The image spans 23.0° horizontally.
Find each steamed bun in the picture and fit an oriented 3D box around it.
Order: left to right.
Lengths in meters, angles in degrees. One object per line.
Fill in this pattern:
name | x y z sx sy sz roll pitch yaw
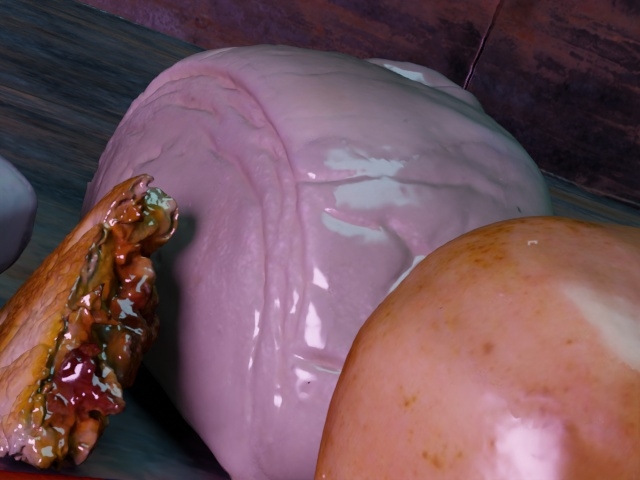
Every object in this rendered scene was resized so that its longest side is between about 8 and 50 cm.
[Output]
steamed bun | 0.003 -0.002 0.992 0.247 0.236 0.383 15 13 -29

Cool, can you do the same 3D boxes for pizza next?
pizza | -0.125 0.059 0.823 0.069 0.154 0.194 38 26 -23

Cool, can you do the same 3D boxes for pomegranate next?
pomegranate | 0.133 0.119 0.709 0.252 0.229 0.270 16 19 -27

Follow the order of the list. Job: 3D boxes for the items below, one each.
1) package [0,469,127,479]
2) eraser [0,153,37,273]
package | -0.108 0.129 0.713 0.200 0.022 0.083 12 15 -37
eraser | -0.288 -0.021 0.851 0.189 0.104 0.290 27 12 5
